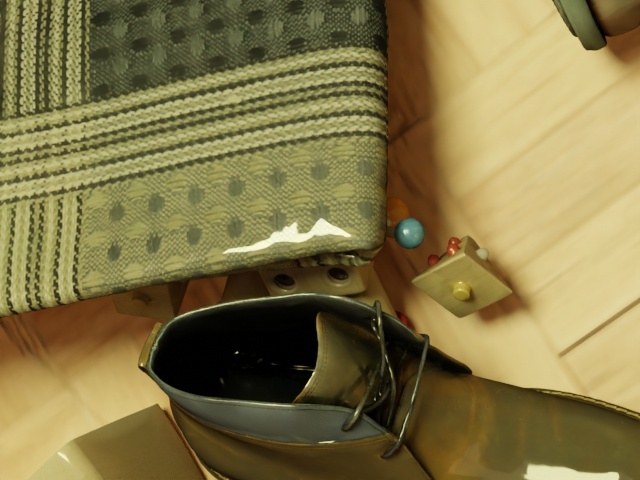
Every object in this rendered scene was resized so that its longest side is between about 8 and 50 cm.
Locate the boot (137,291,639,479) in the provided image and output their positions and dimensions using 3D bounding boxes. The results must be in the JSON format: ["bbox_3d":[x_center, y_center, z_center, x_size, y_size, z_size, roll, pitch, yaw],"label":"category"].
[{"bbox_3d":[0.034,0.075,0.647,0.219,0.106,0.082,3,66,23],"label":"boot"}]

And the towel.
[{"bbox_3d":[-0.124,-0.106,0.740,0.324,0.056,0.312,-9,67,18],"label":"towel"}]

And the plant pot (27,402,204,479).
[{"bbox_3d":[-0.091,0.146,0.706,0.109,0.109,0.096,-45,82,12],"label":"plant pot"}]

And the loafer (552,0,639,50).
[{"bbox_3d":[0.096,-0.210,0.673,0.084,0.096,0.268,-20,74,13],"label":"loafer"}]

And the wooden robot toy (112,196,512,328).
[{"bbox_3d":[0.000,0.000,0.715,0.173,0.076,0.079,-6,46,22],"label":"wooden robot toy"}]
